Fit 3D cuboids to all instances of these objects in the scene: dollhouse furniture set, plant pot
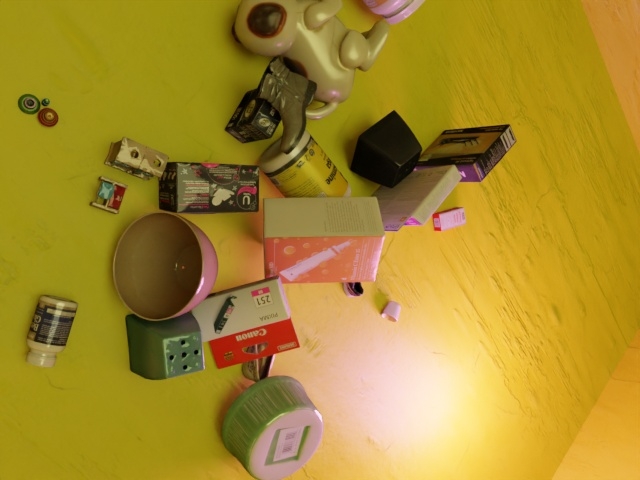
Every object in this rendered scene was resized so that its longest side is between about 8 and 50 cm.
[{"bbox_3d":[-0.512,-0.160,1.503,0.129,0.129,0.184,22,80,-32],"label":"dollhouse furniture set"},{"bbox_3d":[-0.392,0.071,1.540,0.191,0.284,0.284,11,85,-69],"label":"plant pot"},{"bbox_3d":[0.235,-0.294,1.917,0.188,0.187,0.167,-38,70,-25],"label":"plant pot"},{"bbox_3d":[-0.410,0.288,1.530,0.165,0.234,0.166,-7,96,-34],"label":"plant pot"}]

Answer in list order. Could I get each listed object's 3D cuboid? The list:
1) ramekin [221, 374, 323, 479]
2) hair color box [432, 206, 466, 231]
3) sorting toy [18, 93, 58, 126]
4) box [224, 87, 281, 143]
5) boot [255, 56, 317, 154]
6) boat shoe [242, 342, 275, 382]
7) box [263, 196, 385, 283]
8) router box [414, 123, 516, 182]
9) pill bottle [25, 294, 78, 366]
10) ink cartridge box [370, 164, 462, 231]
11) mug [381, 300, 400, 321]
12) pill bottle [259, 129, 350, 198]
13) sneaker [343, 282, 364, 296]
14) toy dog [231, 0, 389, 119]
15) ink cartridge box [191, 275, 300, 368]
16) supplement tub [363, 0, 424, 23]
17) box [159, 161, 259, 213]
[{"bbox_3d":[-0.137,0.584,1.724,0.303,0.148,0.303,-16,120,-30],"label":"ramekin"},{"bbox_3d":[0.513,-0.086,2.235,0.141,0.043,0.072,-15,100,-31],"label":"hair color box"},{"bbox_3d":[-0.707,-0.334,1.417,0.102,0.042,0.061,38,72,-28],"label":"sorting toy"},{"bbox_3d":[-0.187,-0.377,1.676,0.077,0.180,0.147,35,74,-31],"label":"box"},{"bbox_3d":[-0.116,-0.378,1.578,0.161,0.083,0.247,22,75,-28],"label":"boot"},{"bbox_3d":[-0.170,0.308,1.775,0.104,0.089,0.285,11,87,-33],"label":"boat shoe"},{"bbox_3d":[0.000,0.000,1.697,0.345,0.168,0.215,-1,137,-6],"label":"box"},{"bbox_3d":[0.522,-0.318,2.071,0.243,0.309,0.081,-46,118,-23],"label":"router box"},{"bbox_3d":[-0.688,0.230,1.427,0.094,0.094,0.169,19,82,-33],"label":"pill bottle"},{"bbox_3d":[0.266,-0.118,1.902,0.330,0.324,0.071,-48,114,-22],"label":"ink cartridge box"},{"bbox_3d":[0.266,0.263,2.090,0.062,0.078,0.064,25,66,1],"label":"mug"},{"bbox_3d":[-0.024,-0.178,1.790,0.334,0.188,0.188,49,67,-26],"label":"pill bottle"},{"bbox_3d":[0.107,0.118,1.957,0.072,0.077,0.178,-37,111,-28],"label":"sneaker"},{"bbox_3d":[-0.070,-0.614,1.720,0.408,0.284,0.395,23,98,-31],"label":"toy dog"},{"bbox_3d":[-0.222,0.254,1.670,0.275,0.060,0.239,-16,100,3],"label":"ink cartridge box"},{"bbox_3d":[0.206,-0.914,1.881,0.316,0.228,0.228,40,71,-28],"label":"supplement tub"},{"bbox_3d":[-0.321,-0.150,1.610,0.247,0.163,0.142,-1,97,-33],"label":"box"}]
